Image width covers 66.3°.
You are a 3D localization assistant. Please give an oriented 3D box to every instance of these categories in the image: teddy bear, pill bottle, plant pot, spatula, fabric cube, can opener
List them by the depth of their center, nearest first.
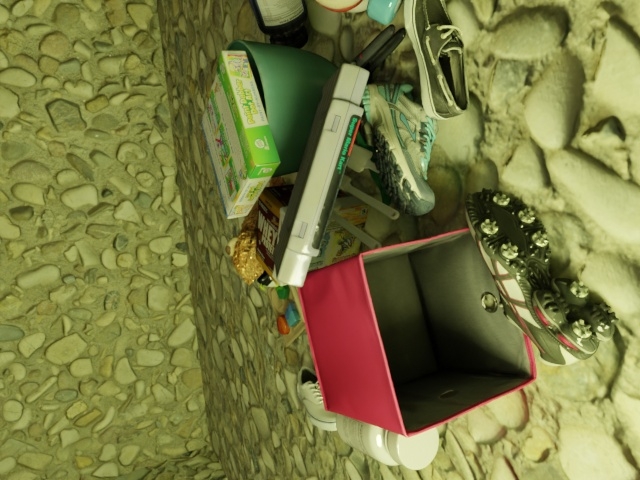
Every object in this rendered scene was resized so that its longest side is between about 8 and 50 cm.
[{"bbox_3d":[0.141,0.139,0.810,0.258,0.259,0.254,-28,75,64],"label":"fabric cube"},{"bbox_3d":[0.075,-0.080,0.911,0.168,0.019,0.242,-55,42,5],"label":"spatula"},{"bbox_3d":[0.094,-0.350,0.941,0.186,0.059,0.073,-29,73,63],"label":"can opener"},{"bbox_3d":[0.139,0.402,1.045,0.229,0.131,0.131,-14,87,63],"label":"pill bottle"},{"bbox_3d":[-0.067,-0.287,1.085,0.293,0.235,0.293,33,128,55],"label":"plant pot"},{"bbox_3d":[-0.099,-0.548,1.113,0.123,0.122,0.219,56,172,39],"label":"pill bottle"},{"bbox_3d":[-0.179,-0.044,1.379,0.245,0.113,0.338,-29,35,58],"label":"teddy bear"}]

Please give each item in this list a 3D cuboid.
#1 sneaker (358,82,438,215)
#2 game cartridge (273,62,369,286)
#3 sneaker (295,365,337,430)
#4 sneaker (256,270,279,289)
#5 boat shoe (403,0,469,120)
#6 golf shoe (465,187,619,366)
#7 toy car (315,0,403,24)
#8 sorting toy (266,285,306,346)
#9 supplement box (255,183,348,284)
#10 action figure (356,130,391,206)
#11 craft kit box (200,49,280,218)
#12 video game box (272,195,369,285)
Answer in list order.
[{"bbox_3d":[0.146,-0.170,0.811,0.110,0.122,0.283,79,175,-58],"label":"sneaker"},{"bbox_3d":[-0.006,-0.111,0.859,0.230,0.068,0.355,-134,61,-74],"label":"game cartridge"},{"bbox_3d":[-0.010,0.444,1.393,0.258,0.094,0.091,22,123,60],"label":"sneaker"},{"bbox_3d":[-0.155,0.033,1.490,0.084,0.097,0.235,-15,74,55],"label":"sneaker"},{"bbox_3d":[0.190,-0.301,0.761,0.070,0.077,0.220,5,112,63],"label":"boat shoe"},{"bbox_3d":[0.275,0.050,0.690,0.120,0.105,0.273,107,144,-54],"label":"golf shoe"},{"bbox_3d":[0.066,-0.485,0.842,0.210,0.219,0.238,-63,-4,15],"label":"toy car"},{"bbox_3d":[-0.133,0.173,1.595,0.307,0.041,0.229,67,151,23],"label":"sorting toy"},{"bbox_3d":[-0.042,-0.024,1.178,0.129,0.191,0.194,45,137,47],"label":"supplement box"},{"bbox_3d":[0.118,-0.187,0.949,0.137,0.063,0.232,-43,65,61],"label":"action figure"},{"bbox_3d":[-0.175,-0.207,1.007,0.246,0.060,0.250,-45,60,62],"label":"craft kit box"},{"bbox_3d":[0.000,0.000,1.091,0.048,0.205,0.187,51,143,41],"label":"video game box"}]
